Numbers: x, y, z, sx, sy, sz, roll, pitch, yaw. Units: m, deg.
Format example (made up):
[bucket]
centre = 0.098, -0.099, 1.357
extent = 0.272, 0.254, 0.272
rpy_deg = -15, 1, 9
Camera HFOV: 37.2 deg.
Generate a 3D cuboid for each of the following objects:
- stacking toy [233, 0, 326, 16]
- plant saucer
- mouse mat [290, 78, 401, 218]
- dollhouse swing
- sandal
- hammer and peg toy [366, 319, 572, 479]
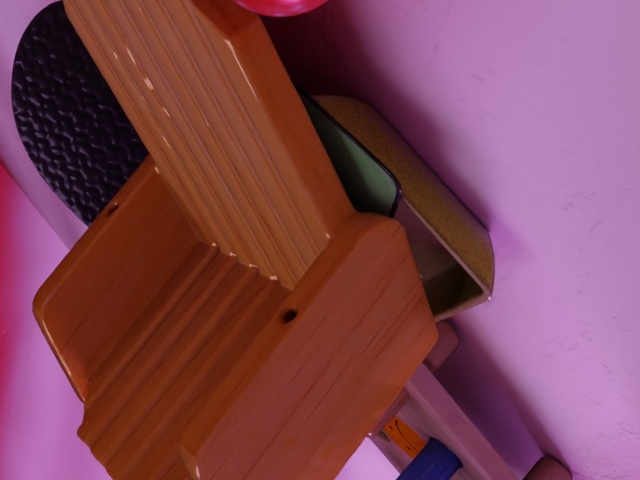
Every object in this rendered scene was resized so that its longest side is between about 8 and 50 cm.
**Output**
[stacking toy]
centre = -0.039, -0.218, 0.419
extent = 0.141, 0.141, 0.330
rpy_deg = 40, 165, 23
[plant saucer]
centre = 0.050, -0.024, 0.739
extent = 0.188, 0.045, 0.188
rpy_deg = 48, 163, 1
[mouse mat]
centre = -0.003, -0.052, 0.718
extent = 0.152, 0.007, 0.190
rpy_deg = 44, 161, 14
[dollhouse swing]
centre = -0.141, 0.006, 0.731
extent = 0.305, 0.315, 0.346
rpy_deg = 45, 168, -36
[sandal]
centre = -0.177, -0.051, 1.039
extent = 0.446, 0.167, 0.107
rpy_deg = 57, -178, -17
[hammer and peg toy]
centre = 0.132, 0.229, 0.949
extent = 0.361, 0.127, 0.266
rpy_deg = 50, 161, -13
